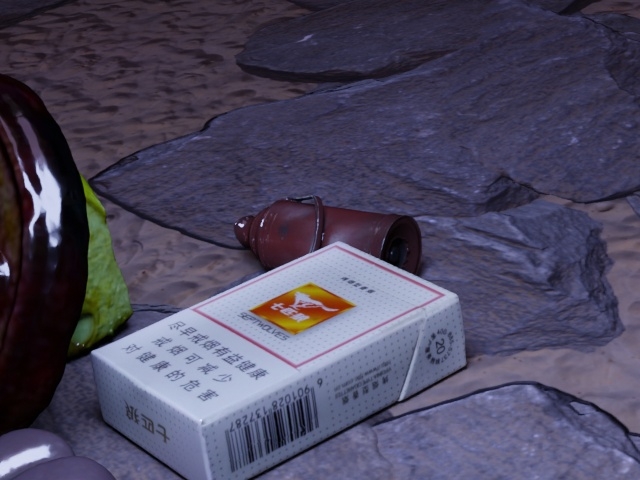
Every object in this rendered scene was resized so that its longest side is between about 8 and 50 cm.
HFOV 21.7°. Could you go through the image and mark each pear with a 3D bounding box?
[{"bbox_3d":[-0.359,0.023,1.845,0.238,0.255,0.164,-31,35,-30],"label":"pear"}]

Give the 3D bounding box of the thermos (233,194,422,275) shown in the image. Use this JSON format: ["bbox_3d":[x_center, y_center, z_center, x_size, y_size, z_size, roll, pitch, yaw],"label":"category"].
[{"bbox_3d":[0.000,0.004,1.968,0.232,0.099,0.124,8,-7,34],"label":"thermos"}]

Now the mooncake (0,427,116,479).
[{"bbox_3d":[-0.300,0.286,1.394,0.306,0.154,0.306,-7,23,3],"label":"mooncake"}]

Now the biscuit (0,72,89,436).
[{"bbox_3d":[-0.389,0.023,1.687,0.091,0.407,0.407,7,8,-46],"label":"biscuit"}]

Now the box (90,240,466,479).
[{"bbox_3d":[-0.040,0.122,1.723,0.330,0.095,0.210,-25,31,-30],"label":"box"}]
